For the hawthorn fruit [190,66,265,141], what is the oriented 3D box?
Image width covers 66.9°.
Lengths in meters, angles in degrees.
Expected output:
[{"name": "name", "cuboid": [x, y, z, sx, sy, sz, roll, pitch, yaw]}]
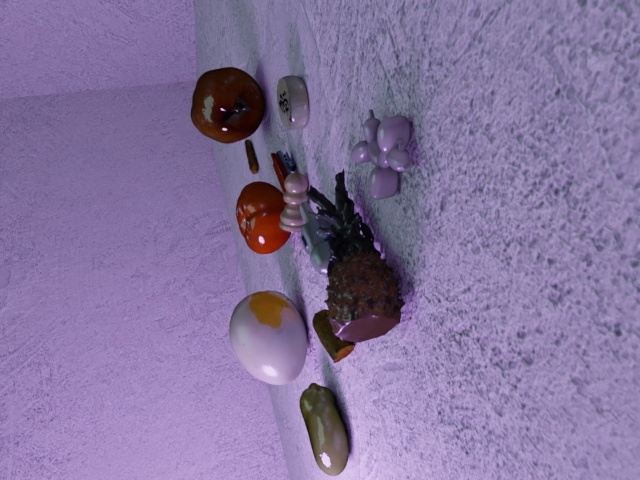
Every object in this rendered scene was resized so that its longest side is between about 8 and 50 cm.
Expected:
[{"name": "hawthorn fruit", "cuboid": [-0.325, -0.487, 1.729, 0.300, 0.267, 0.268, 16, 117, 61]}]

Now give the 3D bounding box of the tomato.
[{"name": "tomato", "cuboid": [-0.189, -0.078, 1.678, 0.260, 0.179, 0.260, 166, 90, -73]}]

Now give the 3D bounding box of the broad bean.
[{"name": "broad bean", "cuboid": [0.012, 0.610, 1.569, 0.238, 0.118, 0.291, 137, 120, -71]}]

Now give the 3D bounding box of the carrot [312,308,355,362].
[{"name": "carrot", "cuboid": [0.034, 0.262, 1.338, 0.173, 0.082, 0.082, -125, 29, -49]}]

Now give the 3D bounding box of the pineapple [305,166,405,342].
[{"name": "pineapple", "cuboid": [0.062, 0.027, 1.013, 0.166, 0.165, 0.365, 100, 162, -50]}]

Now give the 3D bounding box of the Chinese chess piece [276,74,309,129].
[{"name": "Chinese chess piece", "cuboid": [-0.078, -0.376, 1.326, 0.144, 0.058, 0.144, 169, 90, -73]}]

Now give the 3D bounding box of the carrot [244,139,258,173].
[{"name": "carrot", "cuboid": [-0.303, -0.368, 2.117, 0.042, 0.042, 0.171, 110, 148, -60]}]

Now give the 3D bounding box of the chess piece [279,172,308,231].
[{"name": "chess piece", "cuboid": [-0.075, -0.116, 1.440, 0.094, 0.094, 0.171, -127, 34, -55]}]

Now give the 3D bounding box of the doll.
[{"name": "doll", "cuboid": [0.111, -0.154, 0.846, 0.160, 0.059, 0.161, 100, 154, -54]}]

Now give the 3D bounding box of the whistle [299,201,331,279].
[{"name": "whistle", "cuboid": [0.000, 0.000, 1.258, 0.110, 0.091, 0.245, 100, 152, -54]}]

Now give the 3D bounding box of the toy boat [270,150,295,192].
[{"name": "toy boat", "cuboid": [-0.101, -0.204, 1.520, 0.069, 0.058, 0.173, 122, 128, -68]}]

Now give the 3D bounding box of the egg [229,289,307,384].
[{"name": "egg", "cuboid": [-0.187, 0.364, 1.792, 0.283, 0.282, 0.345, 113, 137, -62]}]
